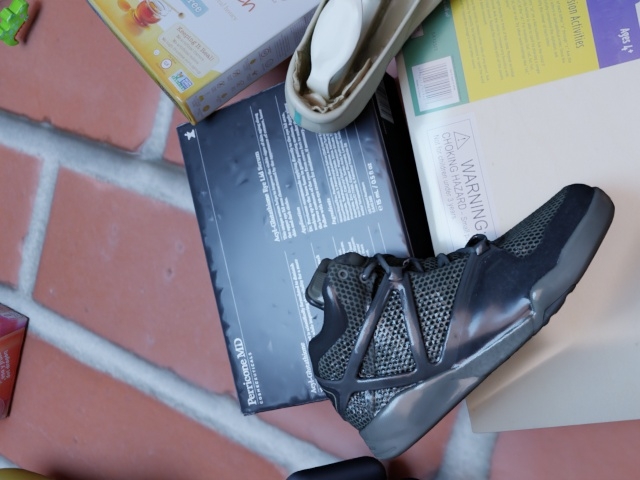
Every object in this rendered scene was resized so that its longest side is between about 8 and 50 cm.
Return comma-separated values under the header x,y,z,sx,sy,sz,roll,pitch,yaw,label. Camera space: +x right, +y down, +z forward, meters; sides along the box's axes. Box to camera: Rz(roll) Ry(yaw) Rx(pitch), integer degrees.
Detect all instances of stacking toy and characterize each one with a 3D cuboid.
x,y,z,sx,sy,sz,roll,pitch,yaw,label
-0.464,-0.248,0.820,0.167,0.052,0.221,42,106,18,stacking toy

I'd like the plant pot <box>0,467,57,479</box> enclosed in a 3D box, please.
x,y,z,sx,sy,sz,roll,pitch,yaw,label
-0.294,0.354,0.645,0.239,0.254,0.253,11,96,43,plant pot

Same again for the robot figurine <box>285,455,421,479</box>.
x,y,z,sx,sy,sz,roll,pitch,yaw,label
0.029,0.325,0.510,0.174,0.209,0.278,1,90,5,robot figurine

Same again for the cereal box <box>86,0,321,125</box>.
x,y,z,sx,sy,sz,roll,pitch,yaw,label
-0.069,-0.235,0.560,0.240,0.047,0.173,-39,72,-9,cereal box

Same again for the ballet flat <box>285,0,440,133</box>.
x,y,z,sx,sy,sz,roll,pitch,yaw,label
0.048,-0.185,0.435,0.086,0.086,0.248,34,103,22,ballet flat

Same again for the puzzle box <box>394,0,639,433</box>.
x,y,z,sx,sy,sz,roll,pitch,yaw,label
0.204,-0.081,0.453,0.272,0.052,0.408,-11,89,21,puzzle box

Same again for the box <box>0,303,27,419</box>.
x,y,z,sx,sy,sz,roll,pitch,yaw,label
-0.540,0.119,0.802,0.300,0.154,0.142,20,99,26,box

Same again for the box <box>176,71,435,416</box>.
x,y,z,sx,sy,sz,roll,pitch,yaw,label
0.000,0.000,0.555,0.184,0.103,0.261,-16,84,21,box

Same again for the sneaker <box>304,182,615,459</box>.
x,y,z,sx,sy,sz,roll,pitch,yaw,label
0.077,0.026,0.423,0.130,0.087,0.227,45,104,5,sneaker
